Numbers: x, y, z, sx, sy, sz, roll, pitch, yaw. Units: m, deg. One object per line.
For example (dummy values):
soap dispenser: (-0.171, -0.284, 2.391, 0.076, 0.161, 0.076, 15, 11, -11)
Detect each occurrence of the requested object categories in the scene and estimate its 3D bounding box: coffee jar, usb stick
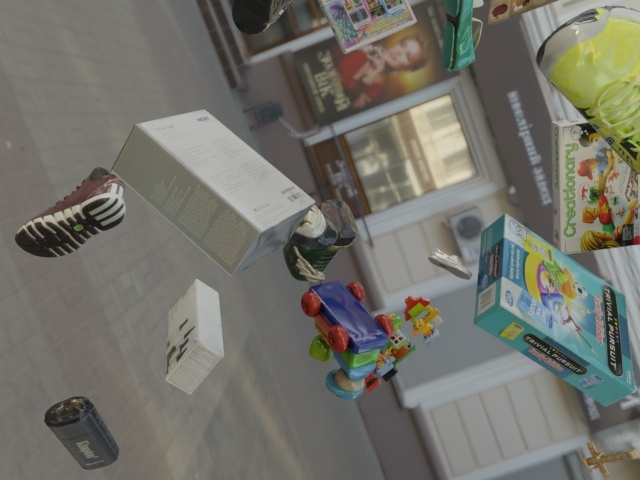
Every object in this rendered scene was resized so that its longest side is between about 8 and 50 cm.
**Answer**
coffee jar: (0.000, 0.000, 1.539, 0.184, 0.079, 0.096, -47, -124, 47)
usb stick: (-0.398, 0.332, 1.309, 0.278, 0.077, 0.045, 96, -29, -59)

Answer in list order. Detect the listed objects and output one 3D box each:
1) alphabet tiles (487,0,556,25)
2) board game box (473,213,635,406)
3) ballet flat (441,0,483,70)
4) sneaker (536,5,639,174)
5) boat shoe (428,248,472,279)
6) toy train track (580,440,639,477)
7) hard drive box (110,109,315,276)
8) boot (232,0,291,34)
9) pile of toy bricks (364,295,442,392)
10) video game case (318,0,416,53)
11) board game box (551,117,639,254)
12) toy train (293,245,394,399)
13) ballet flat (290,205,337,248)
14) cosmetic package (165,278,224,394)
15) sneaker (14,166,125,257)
alphabet tiles: (0.381, -0.453, 1.221, 0.009, 0.237, 0.198, 37, 55, -40)
board game box: (0.462, 0.133, 1.521, 0.336, 0.079, 0.254, 32, 43, -15)
ballet flat: (0.321, -0.505, 1.735, 0.083, 0.087, 0.247, -124, -156, -51)
sneaker: (0.437, -0.177, 1.034, 0.384, 0.145, 0.147, 22, 43, -36)
boat shoe: (0.268, 0.045, 1.563, 0.100, 0.035, 0.035, 27, -21, 32)
toy train track: (0.349, 0.266, 0.938, 0.083, 0.014, 0.048, -36, -101, 51)
hard drive box: (-0.149, -0.077, 1.114, 0.232, 0.089, 0.181, 41, 27, 9)
boot: (-0.067, -0.407, 1.124, 0.106, 0.082, 0.219, -63, 177, -76)
pile of toy bricks: (0.131, 0.192, 1.519, 0.105, 0.212, 0.118, 48, 14, -4)
video game case: (0.077, -0.425, 1.374, 0.143, 0.157, 0.019, 64, -19, -4)
board game box: (0.628, -0.128, 1.758, 0.053, 0.192, 0.306, -106, -172, -72)
toy train: (0.010, 0.134, 1.273, 0.248, 0.105, 0.143, 48, -43, 43)
ballet flat: (-0.049, -0.041, 1.274, 0.203, 0.074, 0.074, 26, 24, -21)
cosmetic package: (-0.233, 0.169, 1.417, 0.060, 0.099, 0.239, 38, 11, -22)
sneaker: (-0.535, -0.070, 1.705, 0.163, 0.281, 0.106, -89, 153, -46)
